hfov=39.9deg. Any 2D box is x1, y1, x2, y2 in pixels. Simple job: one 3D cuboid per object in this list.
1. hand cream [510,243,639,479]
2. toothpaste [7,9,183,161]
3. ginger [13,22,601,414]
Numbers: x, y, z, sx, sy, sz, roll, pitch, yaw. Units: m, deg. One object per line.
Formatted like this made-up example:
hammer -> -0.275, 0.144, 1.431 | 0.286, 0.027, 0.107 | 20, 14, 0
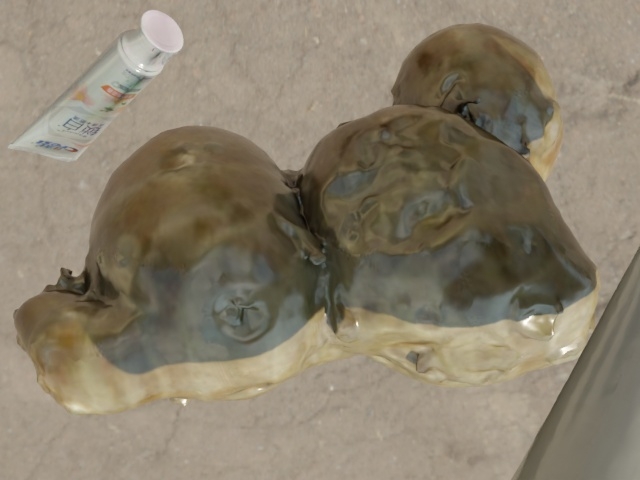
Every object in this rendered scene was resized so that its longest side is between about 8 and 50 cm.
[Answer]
hand cream -> 0.126, 0.106, 0.341 | 0.139, 0.314, 0.089 | 47, 151, -20
toothpaste -> -0.291, -0.184, 1.142 | 0.100, 0.066, 0.323 | 10, 150, -41
ginger -> 0.000, 0.000, 0.544 | 0.376, 0.256, 0.176 | -18, 142, -9
